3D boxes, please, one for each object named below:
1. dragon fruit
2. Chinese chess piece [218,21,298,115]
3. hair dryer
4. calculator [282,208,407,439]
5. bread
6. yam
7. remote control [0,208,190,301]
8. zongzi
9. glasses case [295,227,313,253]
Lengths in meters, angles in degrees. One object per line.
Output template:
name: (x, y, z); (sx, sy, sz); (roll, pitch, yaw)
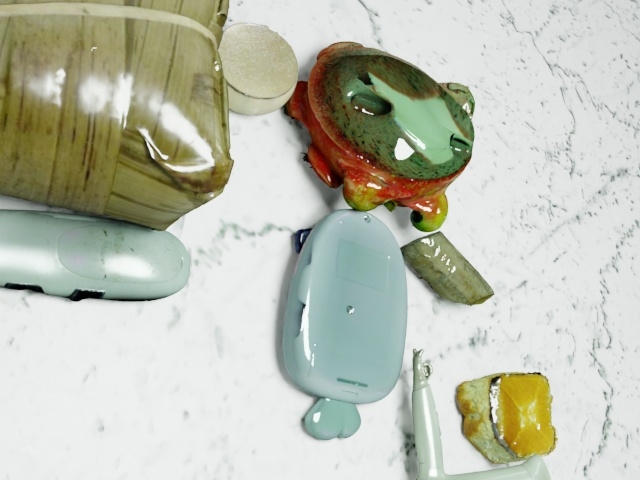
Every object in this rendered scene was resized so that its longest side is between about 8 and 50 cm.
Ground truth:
dragon fruit: (0.094, -0.152, 1.103); (0.295, 0.130, 0.268); (51, 45, 3)
Chinese chess piece: (-0.089, -0.221, 1.053); (0.122, 0.051, 0.122); (8, 65, -19)
hair dryer: (0.177, 0.248, 1.051); (0.206, 0.075, 0.237); (-12, 77, -17)
calculator: (0.037, 0.104, 1.036); (0.185, 0.041, 0.298); (20, 69, -33)
bread: (0.264, 0.248, 1.137); (0.140, 0.069, 0.128); (2, 74, -36)
yam: (0.177, 0.044, 1.149); (0.146, 0.070, 0.069); (47, 55, -13)
remote control: (-0.258, 0.016, 0.878); (0.256, 0.045, 0.097); (5, 70, -30)
zongzi: (-0.331, -0.272, 0.832); (0.500, 0.218, 0.467); (12, 63, -28)
glasses case: (0.000, 0.000, 1.069); (0.083, 0.023, 0.033); (-4, 84, -37)
